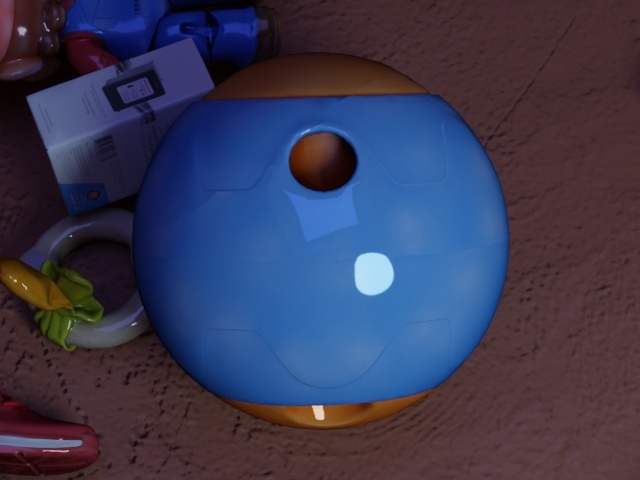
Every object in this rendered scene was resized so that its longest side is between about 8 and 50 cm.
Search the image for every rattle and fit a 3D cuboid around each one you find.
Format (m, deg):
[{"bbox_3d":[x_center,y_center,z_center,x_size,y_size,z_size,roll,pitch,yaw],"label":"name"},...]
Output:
[{"bbox_3d":[-0.161,-0.004,1.190,0.199,0.143,0.130,-24,51,-4],"label":"rattle"}]

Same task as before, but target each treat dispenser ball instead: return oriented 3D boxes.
[{"bbox_3d":[0.000,0.000,1.106,0.288,0.288,0.288,0,67,-1],"label":"treat dispenser ball"}]

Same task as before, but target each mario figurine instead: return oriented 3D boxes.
[{"bbox_3d":[-0.206,-0.188,1.295,0.320,0.170,0.198,-3,33,-13],"label":"mario figurine"}]

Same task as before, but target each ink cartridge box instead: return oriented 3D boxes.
[{"bbox_3d":[-0.140,-0.099,1.192,0.180,0.104,0.060,-21,60,-10],"label":"ink cartridge box"}]

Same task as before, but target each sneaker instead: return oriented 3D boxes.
[{"bbox_3d":[-0.282,0.115,1.163,0.221,0.087,0.128,6,68,0],"label":"sneaker"}]
